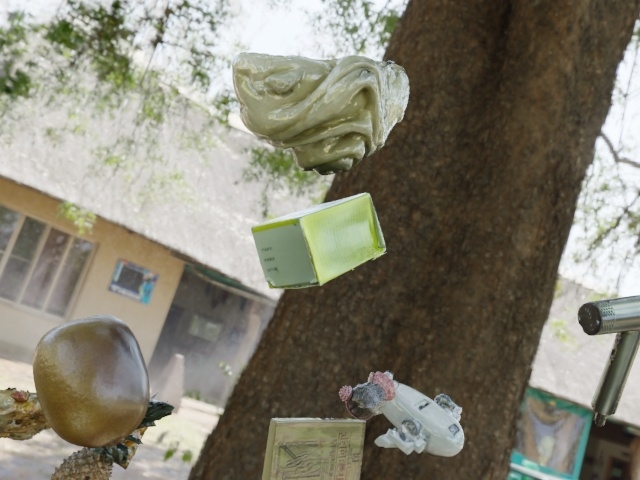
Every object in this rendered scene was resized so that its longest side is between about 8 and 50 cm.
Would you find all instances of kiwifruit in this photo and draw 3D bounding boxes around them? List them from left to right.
[{"bbox_3d":[-0.400,0.250,1.288,0.196,0.234,0.196,-23,-5,-2],"label":"kiwifruit"}]

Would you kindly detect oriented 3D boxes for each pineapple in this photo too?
[{"bbox_3d":[-0.441,0.429,1.546,0.119,0.277,0.130,43,-19,-13],"label":"pineapple"},{"bbox_3d":[-0.527,0.535,1.968,0.114,0.186,0.236,30,14,4],"label":"pineapple"}]

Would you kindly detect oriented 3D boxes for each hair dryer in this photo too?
[{"bbox_3d":[0.599,0.187,1.360,0.320,0.156,0.284,-11,-44,-15],"label":"hair dryer"}]

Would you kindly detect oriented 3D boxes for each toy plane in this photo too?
[{"bbox_3d":[0.229,0.434,1.771,0.266,0.123,0.267,8,26,-4],"label":"toy plane"}]

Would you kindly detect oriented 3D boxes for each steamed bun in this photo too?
[{"bbox_3d":[0.011,-0.249,1.476,0.393,0.238,0.346,-1,11,-22],"label":"steamed bun"}]

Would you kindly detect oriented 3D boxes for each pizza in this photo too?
[{"bbox_3d":[-0.687,0.408,1.705,0.296,0.071,0.189,-1,-49,-15],"label":"pizza"}]

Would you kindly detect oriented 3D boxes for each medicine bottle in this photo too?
[{"bbox_3d":[0.000,0.000,1.457,0.137,0.141,0.250,-14,5,40],"label":"medicine bottle"}]

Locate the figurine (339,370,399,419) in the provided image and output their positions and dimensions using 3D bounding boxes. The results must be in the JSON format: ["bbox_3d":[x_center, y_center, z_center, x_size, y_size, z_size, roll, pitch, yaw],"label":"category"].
[{"bbox_3d":[0.092,0.270,1.309,0.129,0.072,0.054,-25,-6,-45],"label":"figurine"}]

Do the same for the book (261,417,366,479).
[{"bbox_3d":[-0.010,0.445,1.491,0.230,0.161,0.026,9,-3,-34],"label":"book"}]
